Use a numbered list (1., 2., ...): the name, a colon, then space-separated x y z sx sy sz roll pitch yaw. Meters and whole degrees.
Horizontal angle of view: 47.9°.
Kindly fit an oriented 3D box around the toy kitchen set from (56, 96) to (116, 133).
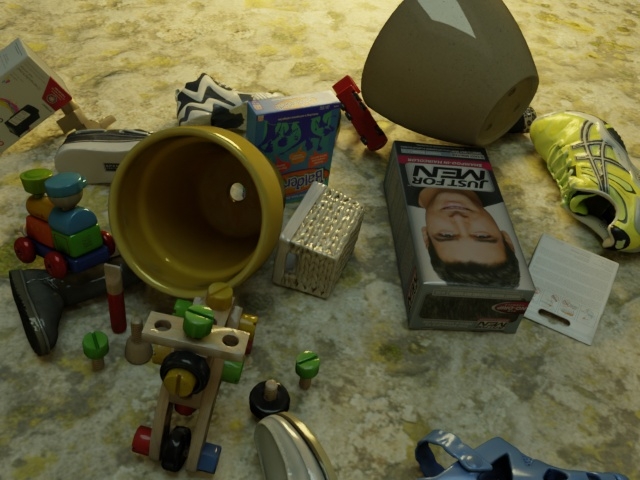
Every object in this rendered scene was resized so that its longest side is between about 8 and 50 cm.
1. toy kitchen set: -0.470 -0.246 1.425 0.068 0.083 0.075 -14 26 40

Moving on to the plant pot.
1. plant pot: -0.166 -0.059 1.141 0.253 0.254 0.239 18 16 9

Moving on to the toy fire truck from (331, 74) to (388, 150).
1. toy fire truck: 0.083 -0.271 1.532 0.192 0.047 0.135 58 13 8

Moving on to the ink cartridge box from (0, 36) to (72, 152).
1. ink cartridge box: -0.573 -0.264 1.328 0.175 0.127 0.072 -38 54 1

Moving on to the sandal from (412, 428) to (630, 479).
1. sandal: 0.245 0.309 0.923 0.317 0.126 0.138 5 39 -7

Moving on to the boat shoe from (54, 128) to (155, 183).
1. boat shoe: -0.330 -0.159 1.334 0.301 0.108 0.102 1 44 1

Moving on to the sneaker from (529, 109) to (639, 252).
1. sneaker: 0.529 -0.131 1.422 0.147 0.145 0.385 -12 46 -22

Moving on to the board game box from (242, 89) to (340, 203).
1. board game box: -0.056 -0.160 1.299 0.160 0.210 0.047 -13 47 -22

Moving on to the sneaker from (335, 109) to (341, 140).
1. sneaker: -0.043 -0.226 1.435 0.111 0.121 0.300 25 44 15

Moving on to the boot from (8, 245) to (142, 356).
1. boot: -0.353 0.077 1.104 0.208 0.076 0.190 -11 45 -29

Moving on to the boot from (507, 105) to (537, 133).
1. boot: 0.358 -0.304 1.626 0.178 0.085 0.236 -10 46 -26

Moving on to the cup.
1. cup: 0.277 -0.318 1.397 0.331 0.331 0.237 -28 63 -34

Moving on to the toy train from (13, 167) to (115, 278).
1. toy train: -0.429 -0.047 1.107 0.248 0.144 0.105 18 33 37

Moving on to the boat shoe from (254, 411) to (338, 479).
1. boat shoe: -0.028 0.338 0.845 0.103 0.113 0.302 -8 46 -26

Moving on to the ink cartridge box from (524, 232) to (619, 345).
1. ink cartridge box: 0.426 0.089 1.259 0.145 0.045 0.179 24 63 14

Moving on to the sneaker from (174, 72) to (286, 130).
1. sneaker: -0.196 -0.299 1.506 0.234 0.094 0.153 -19 58 -14

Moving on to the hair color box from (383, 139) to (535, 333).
1. hair color box: 0.229 -0.018 1.270 0.185 0.114 0.375 3 44 -7

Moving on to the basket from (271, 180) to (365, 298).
1. basket: 0.000 0.000 1.210 0.103 0.113 0.167 20 44 8

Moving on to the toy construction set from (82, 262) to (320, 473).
1. toy construction set: -0.185 0.122 0.955 0.308 0.237 0.257 29 46 20
